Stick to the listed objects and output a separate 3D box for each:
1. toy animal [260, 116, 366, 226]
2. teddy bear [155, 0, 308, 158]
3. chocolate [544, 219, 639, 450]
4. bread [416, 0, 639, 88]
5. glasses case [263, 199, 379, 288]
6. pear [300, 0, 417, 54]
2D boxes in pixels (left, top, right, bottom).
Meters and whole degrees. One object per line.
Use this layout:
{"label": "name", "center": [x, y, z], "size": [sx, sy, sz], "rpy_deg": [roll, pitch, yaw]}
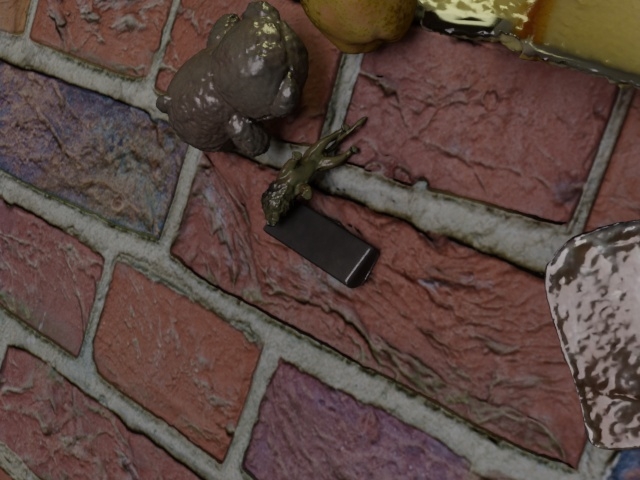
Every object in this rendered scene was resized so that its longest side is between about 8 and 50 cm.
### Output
{"label": "toy animal", "center": [-0.014, -0.110, 1.337], "size": [0.220, 0.086, 0.069], "rpy_deg": [-41, 95, 5]}
{"label": "teddy bear", "center": [-0.127, -0.244, 1.395], "size": [0.267, 0.151, 0.236], "rpy_deg": [-26, 75, 35]}
{"label": "chocolate", "center": [0.364, 0.108, 1.057], "size": [0.157, 0.080, 0.253], "rpy_deg": [-17, 79, 20]}
{"label": "bread", "center": [0.304, -0.375, 1.039], "size": [0.346, 0.242, 0.404], "rpy_deg": [13, 100, 34]}
{"label": "glasses case", "center": [-0.001, -0.001, 1.359], "size": [0.191, 0.042, 0.072], "rpy_deg": [33, 98, 33]}
{"label": "pear", "center": [0.056, -0.348, 1.266], "size": [0.178, 0.178, 0.178], "rpy_deg": [-2, 87, 37]}
